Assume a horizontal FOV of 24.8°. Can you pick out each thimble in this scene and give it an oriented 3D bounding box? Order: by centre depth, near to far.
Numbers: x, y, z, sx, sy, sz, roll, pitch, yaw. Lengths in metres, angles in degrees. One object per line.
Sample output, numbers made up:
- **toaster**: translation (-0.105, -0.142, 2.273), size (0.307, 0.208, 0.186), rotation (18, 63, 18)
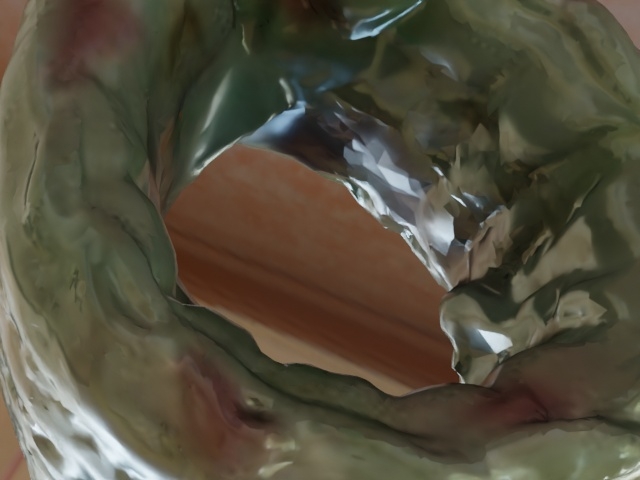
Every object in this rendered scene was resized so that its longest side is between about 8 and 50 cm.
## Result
- **thimble**: translation (0.000, 0.000, 0.405), size (0.185, 0.211, 0.149), rotation (-10, 157, -18)
